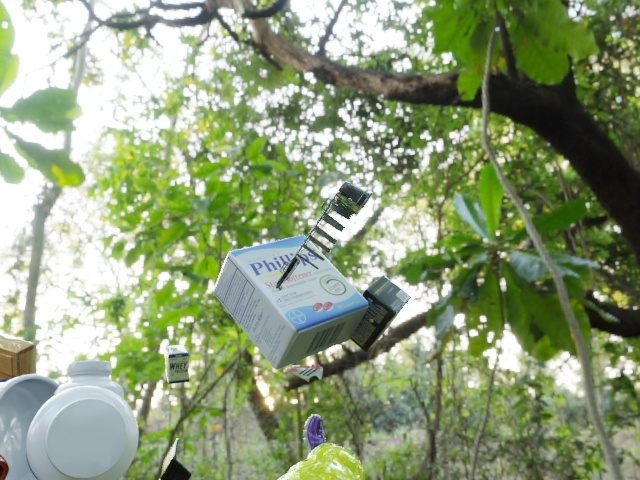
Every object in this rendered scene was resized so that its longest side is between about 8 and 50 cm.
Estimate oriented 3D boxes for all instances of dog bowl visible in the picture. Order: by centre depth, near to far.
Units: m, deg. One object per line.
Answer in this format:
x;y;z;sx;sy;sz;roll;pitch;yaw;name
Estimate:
-0.703;0.452;1.530;0.104;0.265;0.265;-13;-24;22;dog bowl

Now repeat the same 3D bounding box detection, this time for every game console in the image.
-0.413;0.654;1.879;0.122;0.107;0.071;-59;-13;30;game console

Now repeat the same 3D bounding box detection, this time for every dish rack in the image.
0.000;0.000;1.378;0.074;0.271;0.208;34;-3;2;dish rack

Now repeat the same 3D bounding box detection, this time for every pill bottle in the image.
-0.431;0.362;1.176;0.181;0.181;0.323;7;-20;-23;pill bottle
-0.499;0.396;1.406;0.146;0.264;0.146;-5;-19;-2;pill bottle

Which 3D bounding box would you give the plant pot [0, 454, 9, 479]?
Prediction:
-0.749;0.456;1.173;0.267;0.267;0.236;25;-8;-26;plant pot

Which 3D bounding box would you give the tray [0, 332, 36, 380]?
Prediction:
-0.987;0.346;1.847;0.411;0.203;0.076;12;17;21;tray

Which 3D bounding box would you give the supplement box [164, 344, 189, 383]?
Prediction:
-0.397;0.341;1.810;0.056;0.083;0.083;-3;9;-20;supplement box

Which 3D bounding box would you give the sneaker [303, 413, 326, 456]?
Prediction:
0.002;0.554;1.760;0.071;0.170;0.068;-19;-22;39;sneaker

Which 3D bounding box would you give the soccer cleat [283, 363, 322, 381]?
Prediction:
-0.036;0.276;1.360;0.083;0.035;0.029;-6;-11;9;soccer cleat

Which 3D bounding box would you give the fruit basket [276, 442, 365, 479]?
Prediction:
-0.039;0.499;1.090;0.283;0.392;0.392;17;-29;-25;fruit basket

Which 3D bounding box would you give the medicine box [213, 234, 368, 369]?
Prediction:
-0.076;0.147;1.671;0.263;0.289;0.149;-14;-39;-44;medicine box

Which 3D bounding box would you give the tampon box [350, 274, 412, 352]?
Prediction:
0.147;0.196;1.765;0.120;0.101;0.161;-32;-22;-55;tampon box
